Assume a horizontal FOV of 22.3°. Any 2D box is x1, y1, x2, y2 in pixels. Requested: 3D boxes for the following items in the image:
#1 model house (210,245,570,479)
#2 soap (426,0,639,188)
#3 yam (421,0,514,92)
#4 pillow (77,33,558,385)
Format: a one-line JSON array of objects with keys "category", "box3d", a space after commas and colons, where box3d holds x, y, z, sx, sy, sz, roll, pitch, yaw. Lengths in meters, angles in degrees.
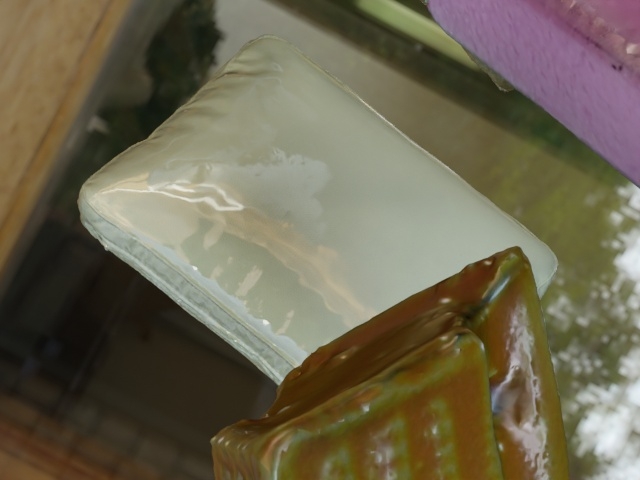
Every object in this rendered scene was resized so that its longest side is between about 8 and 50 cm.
[{"category": "model house", "box3d": [0.036, 0.164, 0.861, 0.239, 0.173, 0.268, -36, 116, -71]}, {"category": "soap", "box3d": [0.191, -0.101, 0.731, 0.181, 0.259, 0.081, -29, 139, -16]}, {"category": "yam", "box3d": [0.092, -0.208, 1.269, 0.061, 0.253, 0.061, -28, -138, 28]}, {"category": "pillow", "box3d": [0.000, 0.000, 1.276, 0.255, 0.322, 0.119, -46, 168, -32]}]
